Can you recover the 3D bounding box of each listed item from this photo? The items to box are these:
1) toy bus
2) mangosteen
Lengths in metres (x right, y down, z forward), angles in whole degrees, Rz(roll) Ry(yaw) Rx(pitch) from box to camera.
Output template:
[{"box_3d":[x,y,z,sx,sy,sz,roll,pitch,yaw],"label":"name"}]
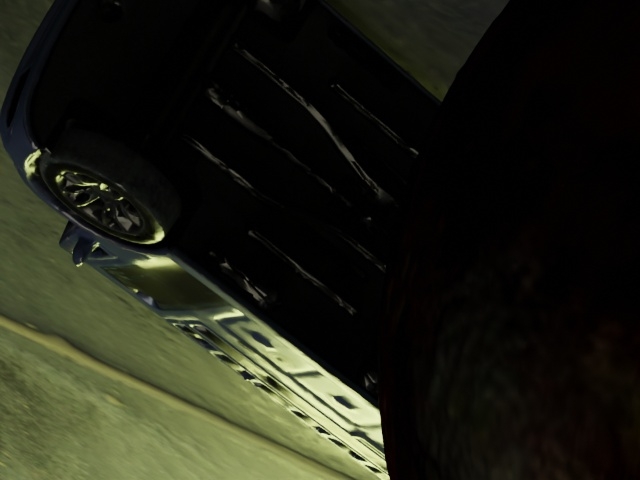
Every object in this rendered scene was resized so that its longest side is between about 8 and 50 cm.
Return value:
[{"box_3d":[0.000,0.000,0.739,0.292,0.125,0.133,38,155,-22],"label":"toy bus"},{"box_3d":[0.185,0.021,0.451,0.306,0.359,0.306,51,-177,-4],"label":"mangosteen"}]
